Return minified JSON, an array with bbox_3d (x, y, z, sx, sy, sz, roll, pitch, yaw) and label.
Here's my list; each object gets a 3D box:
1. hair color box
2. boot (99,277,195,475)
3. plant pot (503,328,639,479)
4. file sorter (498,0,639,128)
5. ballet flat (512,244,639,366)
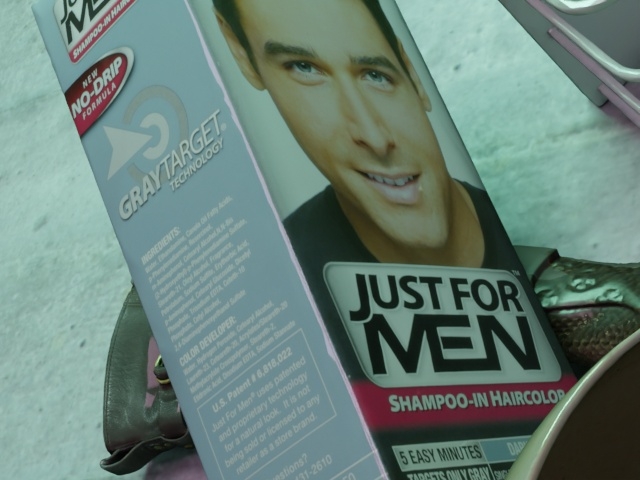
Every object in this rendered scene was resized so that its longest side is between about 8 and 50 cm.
[{"bbox_3d":[0.000,0.000,0.886,0.113,0.185,0.374,-40,62,34],"label":"hair color box"},{"bbox_3d":[-0.046,0.030,1.093,0.229,0.091,0.263,-5,60,41],"label":"boot"},{"bbox_3d":[0.172,0.178,0.670,0.191,0.284,0.284,129,160,-65],"label":"plant pot"},{"bbox_3d":[0.189,-0.179,0.885,0.193,0.277,0.173,-45,42,8],"label":"file sorter"},{"bbox_3d":[0.181,0.048,0.900,0.250,0.058,0.084,5,43,39],"label":"ballet flat"}]
